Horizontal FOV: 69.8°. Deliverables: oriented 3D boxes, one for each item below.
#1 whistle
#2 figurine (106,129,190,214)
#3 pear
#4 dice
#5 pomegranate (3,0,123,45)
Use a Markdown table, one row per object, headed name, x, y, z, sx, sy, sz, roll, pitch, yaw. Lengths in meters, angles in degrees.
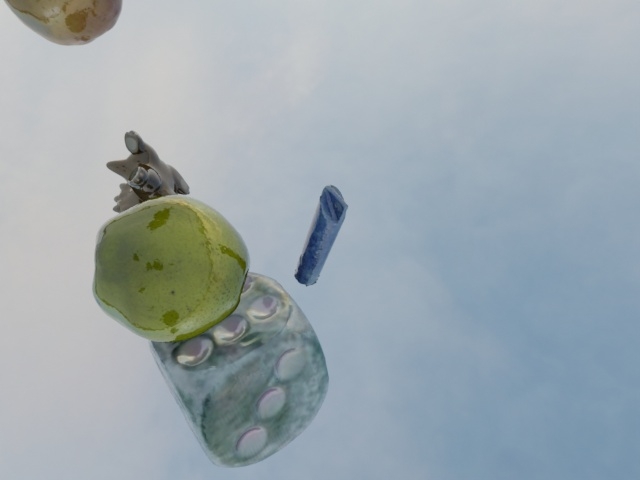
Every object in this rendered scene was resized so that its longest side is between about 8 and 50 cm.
| name | x | y | z | sx | sy | sz | roll | pitch | yaw |
| --- | --- | --- | --- | --- | --- | --- | --- | --- | --- |
| whistle | 0.000 | 0.000 | 0.946 | 0.062 | 0.304 | 0.062 | 7 | -124 | -10 |
| figurine | -0.461 | -0.129 | 1.183 | 0.173 | 0.247 | 0.177 | -18 | -112 | 11 |
| pear | -0.278 | 0.053 | 0.883 | 0.295 | 0.294 | 0.293 | -3 | -100 | 18 |
| dice | -0.200 | 0.300 | 1.124 | 0.328 | 0.347 | 0.330 | -28 | -148 | -26 |
| pomegranate | -0.421 | -0.417 | 0.737 | 0.192 | 0.191 | 0.191 | -3 | -100 | 18 |
